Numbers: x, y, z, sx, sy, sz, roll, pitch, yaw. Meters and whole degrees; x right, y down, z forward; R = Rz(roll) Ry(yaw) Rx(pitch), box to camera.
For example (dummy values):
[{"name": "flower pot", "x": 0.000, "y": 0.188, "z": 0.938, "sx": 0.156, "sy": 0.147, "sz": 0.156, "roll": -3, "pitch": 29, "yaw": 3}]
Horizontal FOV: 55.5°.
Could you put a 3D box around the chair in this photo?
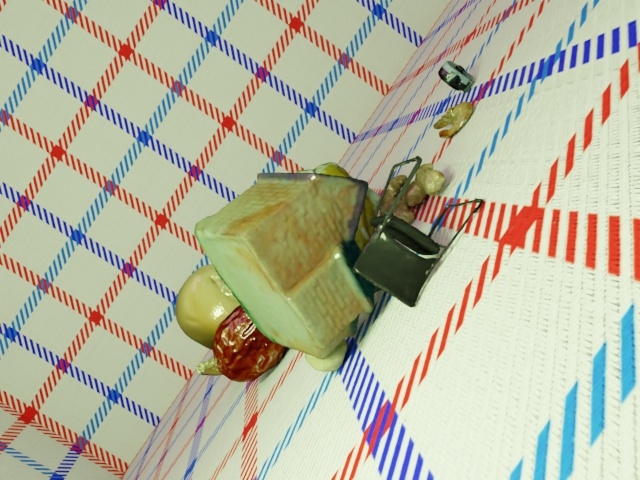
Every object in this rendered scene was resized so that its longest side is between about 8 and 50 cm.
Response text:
[{"name": "chair", "x": 0.147, "y": -0.009, "z": 1.043, "sx": 0.221, "sy": 0.140, "sz": 0.145, "roll": -60, "pitch": 8, "yaw": -8}]

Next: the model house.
[{"name": "model house", "x": -0.020, "y": 0.017, "z": 1.153, "sx": 0.280, "sy": 0.312, "sz": 0.245, "roll": -43, "pitch": 26, "yaw": -27}]

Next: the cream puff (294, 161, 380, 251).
[{"name": "cream puff", "x": -0.023, "y": -0.013, "z": 1.520, "sx": 0.379, "sy": 0.275, "sz": 0.378, "roll": -22, "pitch": -12, "yaw": -5}]

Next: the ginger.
[{"name": "ginger", "x": 0.199, "y": -0.091, "z": 1.342, "sx": 0.149, "sy": 0.065, "sz": 0.259, "roll": -69, "pitch": 16, "yaw": -7}]

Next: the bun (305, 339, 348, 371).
[{"name": "bun", "x": 0.013, "y": 0.219, "z": 1.158, "sx": 0.086, "sy": 0.054, "sz": 0.086, "roll": -14, "pitch": 20, "yaw": 5}]

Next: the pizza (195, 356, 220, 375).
[{"name": "pizza", "x": -0.290, "y": 0.399, "z": 1.947, "sx": 0.188, "sy": 0.080, "sz": 0.204, "roll": -36, "pitch": -20, "yaw": 26}]

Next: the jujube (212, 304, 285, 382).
[{"name": "jujube", "x": -0.176, "y": 0.253, "z": 1.652, "sx": 0.290, "sy": 0.197, "sz": 0.197, "roll": -54, "pitch": 8, "yaw": 17}]

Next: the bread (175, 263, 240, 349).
[{"name": "bread", "x": -0.311, "y": 0.238, "z": 2.046, "sx": 0.376, "sy": 0.348, "sz": 0.252, "roll": 135, "pitch": 146, "yaw": -60}]

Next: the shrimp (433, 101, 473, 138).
[{"name": "shrimp", "x": 0.321, "y": -0.283, "z": 1.492, "sx": 0.162, "sy": 0.045, "sz": 0.095, "roll": 158, "pitch": 126, "yaw": -67}]

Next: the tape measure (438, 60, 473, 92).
[{"name": "tape measure", "x": 0.362, "y": -0.437, "z": 1.626, "sx": 0.054, "sy": 0.094, "sz": 0.091, "roll": -53, "pitch": 7, "yaw": 31}]
